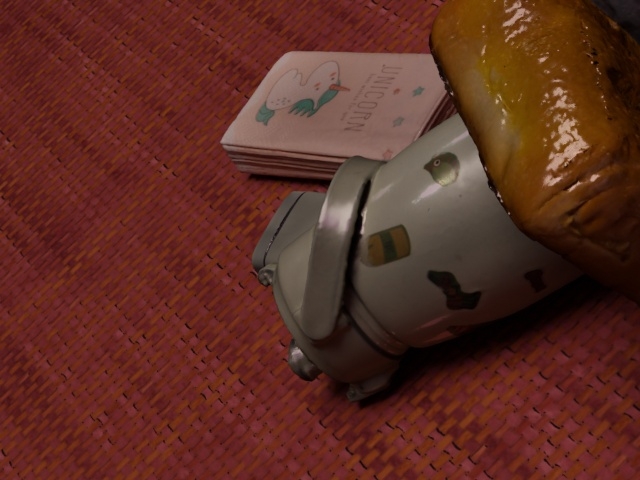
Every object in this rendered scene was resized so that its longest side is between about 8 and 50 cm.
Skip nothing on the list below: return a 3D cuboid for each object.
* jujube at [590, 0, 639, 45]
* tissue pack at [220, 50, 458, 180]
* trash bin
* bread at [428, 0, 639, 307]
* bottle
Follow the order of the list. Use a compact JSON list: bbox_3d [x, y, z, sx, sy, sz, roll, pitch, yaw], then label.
[{"bbox_3d":[0.338,-0.281,2.026,0.215,0.308,0.246,-5,51,38],"label":"jujube"},{"bbox_3d":[0.039,-0.148,2.373,0.325,0.071,0.170,7,54,46],"label":"tissue pack"},{"bbox_3d":[0.000,0.000,2.257,0.130,0.059,0.116,5,57,45],"label":"trash bin"},{"bbox_3d":[0.275,-0.089,1.837,0.148,0.328,0.337,-42,40,23],"label":"bread"},{"bbox_3d":[0.094,0.008,2.028,0.352,0.229,0.229,-31,35,21],"label":"bottle"}]
